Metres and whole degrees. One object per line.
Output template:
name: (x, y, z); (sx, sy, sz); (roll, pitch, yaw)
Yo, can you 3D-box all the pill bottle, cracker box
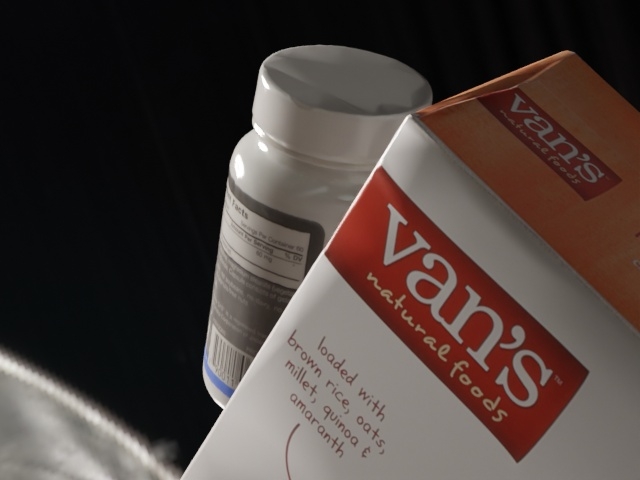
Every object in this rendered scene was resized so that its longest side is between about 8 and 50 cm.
pill bottle: (0.000, 0.000, 0.689); (0.078, 0.137, 0.078); (8, 27, -4)
cracker box: (0.039, 0.095, 0.410); (0.067, 0.156, 0.232); (-24, -27, -47)
